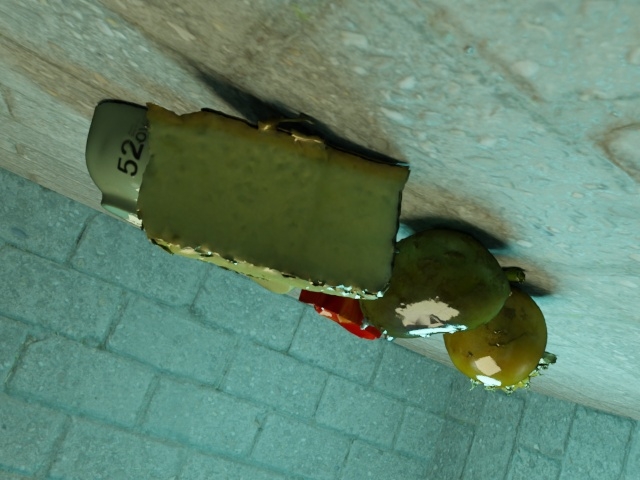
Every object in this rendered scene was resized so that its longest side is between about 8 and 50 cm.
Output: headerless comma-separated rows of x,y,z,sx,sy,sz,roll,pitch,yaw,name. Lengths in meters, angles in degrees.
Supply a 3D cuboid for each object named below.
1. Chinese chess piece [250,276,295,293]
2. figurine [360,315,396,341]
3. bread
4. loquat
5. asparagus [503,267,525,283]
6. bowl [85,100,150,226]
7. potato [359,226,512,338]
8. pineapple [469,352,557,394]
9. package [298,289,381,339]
-0.146,0.034,1.459,0.251,0.097,0.250,31,149,21,Chinese chess piece
0.212,0.187,1.454,0.140,0.192,0.265,23,173,-10,figurine
-0.055,-0.060,0.757,0.279,0.248,0.315,6,174,36,bread
0.390,0.209,1.188,0.235,0.234,0.235,21,168,5,loquat
0.371,0.078,1.122,0.036,0.030,0.165,14,170,-15,asparagus
-0.343,-0.120,1.123,0.354,0.185,0.354,21,168,5,bowl
0.202,0.091,1.017,0.308,0.173,0.210,-27,118,40,potato
0.670,0.469,1.870,0.344,0.208,0.286,33,163,-38,pineapple
0.099,0.163,1.561,0.123,0.195,0.423,8,161,33,package
